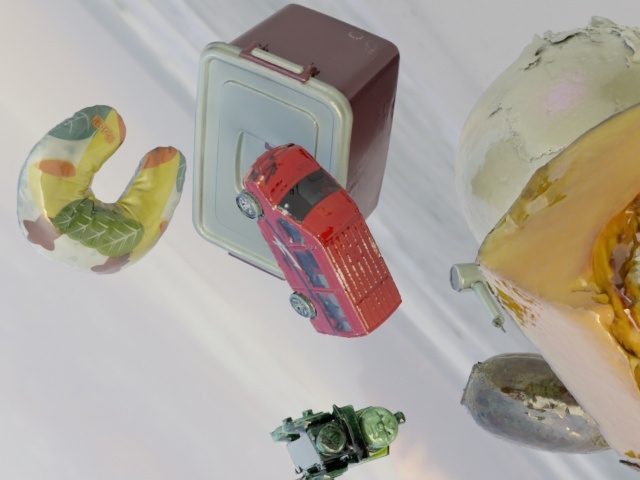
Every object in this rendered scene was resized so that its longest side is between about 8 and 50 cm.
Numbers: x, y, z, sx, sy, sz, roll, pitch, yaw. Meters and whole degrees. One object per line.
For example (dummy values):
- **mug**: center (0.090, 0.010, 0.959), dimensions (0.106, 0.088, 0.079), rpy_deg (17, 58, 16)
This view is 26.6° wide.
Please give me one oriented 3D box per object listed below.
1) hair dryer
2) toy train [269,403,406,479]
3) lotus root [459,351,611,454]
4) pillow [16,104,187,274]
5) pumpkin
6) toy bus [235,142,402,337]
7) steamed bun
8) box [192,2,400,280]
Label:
- **hair dryer**: center (0.215, 0.073, 1.725), dimensions (0.124, 0.063, 0.038), rpy_deg (-116, 28, -46)
- **toy train**: center (0.022, 0.216, 1.471), dimensions (0.200, 0.132, 0.083), rpy_deg (134, 118, -74)
- **lotus root**: center (0.364, 0.267, 2.201), dimensions (0.275, 0.160, 0.152), rpy_deg (9, -165, 13)
- **pillow**: center (-0.290, -0.062, 1.767), dimensions (0.233, 0.214, 0.086), rpy_deg (35, 172, -40)
- **pumpkin**: center (0.293, 0.026, 1.008), dimensions (0.225, 0.303, 0.256), rpy_deg (49, -162, -24)
- **toy bus**: center (0.000, 0.000, 1.309), dimensions (0.089, 0.081, 0.195), rpy_deg (8, 132, 51)
- **steamed bun**: center (0.310, -0.100, 1.570), dimensions (0.334, 0.312, 0.233), rpy_deg (28, 152, 47)
- **box**: center (-0.023, -0.113, 1.534), dimensions (0.193, 0.167, 0.294), rpy_deg (26, 135, 21)
